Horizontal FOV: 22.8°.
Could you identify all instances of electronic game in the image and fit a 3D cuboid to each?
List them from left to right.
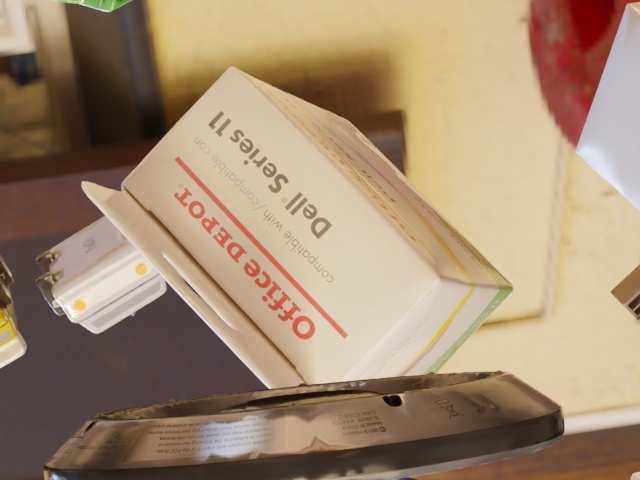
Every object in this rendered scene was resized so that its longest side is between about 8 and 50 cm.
[{"bbox_3d":[-0.007,0.090,0.702,0.229,0.229,0.048,124,140,-86],"label":"electronic game"}]

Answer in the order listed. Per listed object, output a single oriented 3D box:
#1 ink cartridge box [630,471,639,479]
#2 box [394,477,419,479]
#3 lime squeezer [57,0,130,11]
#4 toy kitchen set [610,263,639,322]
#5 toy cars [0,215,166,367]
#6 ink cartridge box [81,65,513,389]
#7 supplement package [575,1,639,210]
[{"bbox_3d":[0.278,0.290,0.921,0.207,0.117,0.283,-143,47,-63],"label":"ink cartridge box"},{"bbox_3d":[-0.015,0.273,1.186,0.036,0.136,0.225,2,76,61],"label":"box"},{"bbox_3d":[-0.134,-0.172,0.862,0.110,0.310,0.059,57,-150,-28],"label":"lime squeezer"},{"bbox_3d":[0.268,0.048,1.120,0.068,0.075,0.083,39,-170,-51],"label":"toy kitchen set"},{"bbox_3d":[-0.238,0.056,1.350,0.176,0.394,0.087,-44,-71,-43],"label":"toy cars"},{"bbox_3d":[0.000,0.000,1.107,0.207,0.119,0.353,46,-170,13],"label":"ink cartridge box"},{"bbox_3d":[0.431,-0.131,1.546,0.175,0.293,0.177,50,138,39],"label":"supplement package"}]
